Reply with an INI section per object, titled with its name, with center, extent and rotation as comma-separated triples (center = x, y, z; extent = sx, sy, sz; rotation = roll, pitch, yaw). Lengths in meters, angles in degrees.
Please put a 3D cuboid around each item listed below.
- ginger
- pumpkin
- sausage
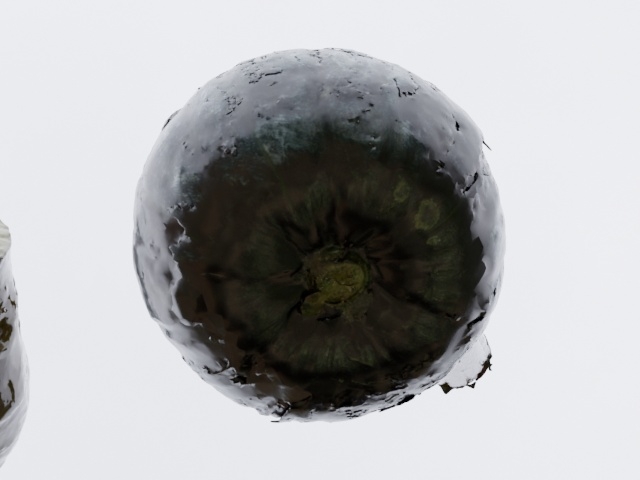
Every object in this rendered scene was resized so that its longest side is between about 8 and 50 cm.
[ginger]
center = -0.277, 0.090, 1.330
extent = 0.116, 0.109, 0.263
rotation = -27, -36, -32
[pumpkin]
center = 0.000, 0.000, 1.041
extent = 0.233, 0.163, 0.233
rotation = -3, -67, -7
[sausage]
center = 0.100, 0.073, 1.540
extent = 0.082, 0.082, 0.371
rotation = -20, -16, 5
